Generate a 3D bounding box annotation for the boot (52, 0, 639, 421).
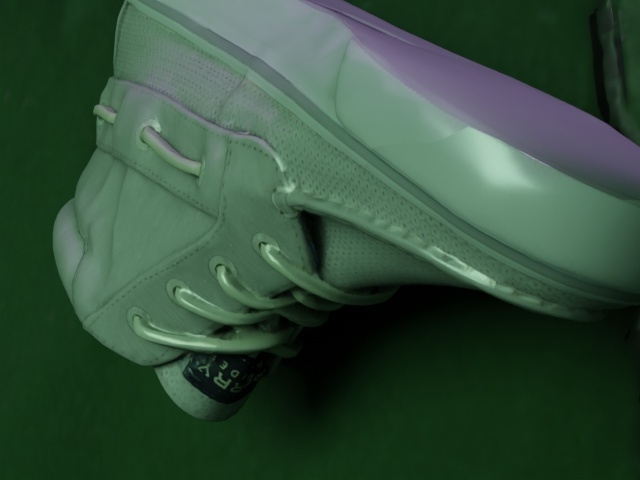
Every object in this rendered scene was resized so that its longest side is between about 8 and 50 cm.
[{"bbox_3d":[0.000,0.000,0.499,0.258,0.095,0.123,39,109,59],"label":"boot"}]
